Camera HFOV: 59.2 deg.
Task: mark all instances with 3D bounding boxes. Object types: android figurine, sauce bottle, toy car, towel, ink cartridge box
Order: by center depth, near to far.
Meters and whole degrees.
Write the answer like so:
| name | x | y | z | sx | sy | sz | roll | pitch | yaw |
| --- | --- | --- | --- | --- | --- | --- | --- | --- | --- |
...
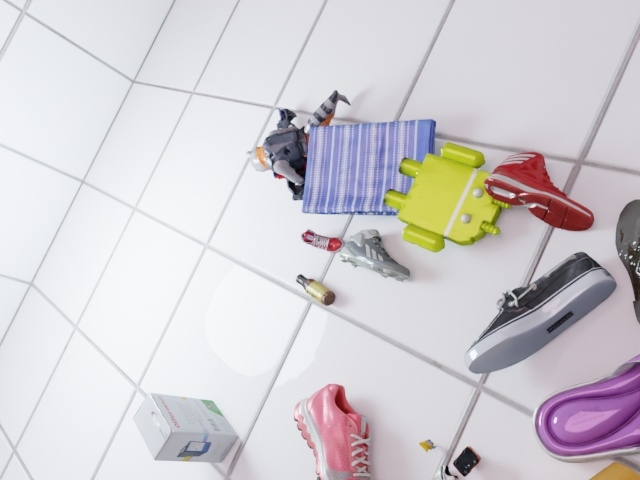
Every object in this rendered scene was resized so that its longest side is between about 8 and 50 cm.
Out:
| name | x | y | z | sx | sy | sz | roll | pitch | yaw |
| --- | --- | --- | --- | --- | --- | --- | --- | --- | --- |
| toy car | 0.256 | 0.402 | 1.092 | 0.122 | 0.041 | 0.060 | 26 | 109 | 41 |
| android figurine | 0.282 | -0.091 | 1.252 | 0.273 | 0.056 | 0.248 | 26 | 87 | 30 |
| towel | 0.115 | -0.180 | 1.395 | 0.336 | 0.040 | 0.243 | 1 | 79 | 22 |
| ink cartridge box | -0.342 | 0.475 | 1.431 | 0.154 | 0.212 | 0.093 | 37 | 96 | 42 |
| sauce bottle | -0.016 | 0.124 | 1.443 | 0.128 | 0.042 | 0.042 | 30 | 91 | 45 |

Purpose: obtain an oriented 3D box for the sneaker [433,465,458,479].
| name | x | y | z | sx | sy | sz | roll | pitch | yaw |
| --- | --- | --- | --- | --- | --- | --- | --- | --- | --- |
| sneaker | 0.252 | 0.467 | 1.073 | 0.037 | 0.032 | 0.083 | -51 | 48 | 10 |

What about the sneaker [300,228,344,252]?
| name | x | y | z | sx | sy | sz | roll | pitch | yaw |
| --- | --- | --- | --- | --- | --- | --- | --- | --- | --- |
| sneaker | 0.000 | 0.000 | 1.467 | 0.119 | 0.067 | 0.042 | 8 | 76 | 41 |

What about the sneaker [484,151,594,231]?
| name | x | y | z | sx | sy | sz | roll | pitch | yaw |
| --- | --- | --- | --- | --- | --- | --- | --- | --- | --- |
| sneaker | 0.458 | -0.114 | 1.135 | 0.221 | 0.087 | 0.128 | 30 | 68 | 22 |

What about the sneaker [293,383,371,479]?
| name | x | y | z | sx | sy | sz | roll | pitch | yaw |
| --- | --- | --- | --- | --- | --- | --- | --- | --- | --- |
| sneaker | 0.054 | 0.437 | 1.193 | 0.136 | 0.116 | 0.313 | -45 | 49 | 13 |

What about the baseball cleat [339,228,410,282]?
| name | x | y | z | sx | sy | sz | roll | pitch | yaw |
| --- | --- | --- | --- | --- | --- | --- | --- | --- | --- |
| baseball cleat | 0.135 | 0.028 | 1.343 | 0.206 | 0.072 | 0.109 | 17 | 75 | 39 |

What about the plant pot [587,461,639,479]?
| name | x | y | z | sx | sy | sz | roll | pitch | yaw |
| --- | --- | --- | --- | --- | --- | --- | --- | --- | --- |
| plant pot | 0.435 | 0.445 | 0.837 | 0.188 | 0.205 | 0.205 | -46 | 47 | -7 |

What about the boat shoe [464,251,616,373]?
| name | x | y | z | sx | sy | sz | roll | pitch | yaw |
| --- | --- | --- | --- | --- | --- | --- | --- | --- | --- |
| boat shoe | 0.390 | 0.132 | 1.061 | 0.306 | 0.113 | 0.104 | -42 | 43 | 14 |

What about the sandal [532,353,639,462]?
| name | x | y | z | sx | sy | sz | roll | pitch | yaw |
| --- | --- | --- | --- | --- | --- | --- | --- | --- | --- |
| sandal | 0.533 | 0.248 | 0.895 | 0.416 | 0.102 | 0.169 | -37 | 52 | 21 |

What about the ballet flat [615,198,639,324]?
| name | x | y | z | sx | sy | sz | roll | pitch | yaw |
| --- | --- | --- | --- | --- | --- | --- | --- | --- | --- |
| ballet flat | 0.579 | 0.042 | 0.990 | 0.084 | 0.058 | 0.249 | 125 | 153 | -58 |

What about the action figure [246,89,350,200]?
| name | x | y | z | sx | sy | sz | roll | pitch | yaw |
| --- | --- | --- | --- | --- | --- | --- | --- | --- | --- |
| action figure | -0.067 | -0.308 | 1.594 | 0.330 | 0.178 | 0.341 | -29 | 57 | 14 |
